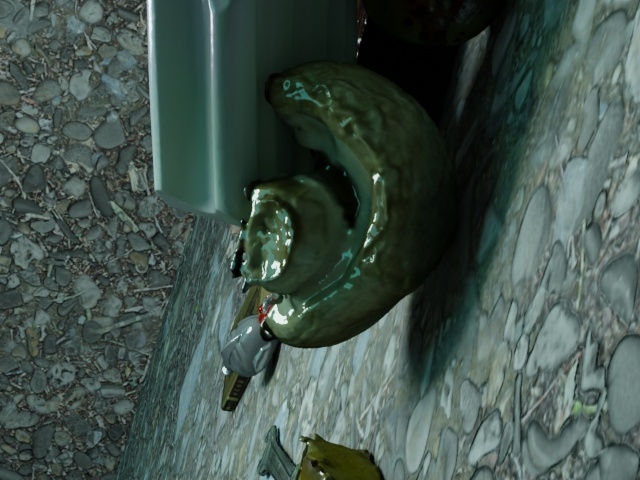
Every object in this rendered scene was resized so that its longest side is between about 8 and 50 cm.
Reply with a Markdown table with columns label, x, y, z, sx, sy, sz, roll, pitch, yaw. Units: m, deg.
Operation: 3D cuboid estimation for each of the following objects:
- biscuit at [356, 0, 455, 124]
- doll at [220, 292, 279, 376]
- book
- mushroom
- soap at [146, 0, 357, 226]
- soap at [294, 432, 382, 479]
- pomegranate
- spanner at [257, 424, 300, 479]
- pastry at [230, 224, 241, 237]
| label | x | y | z | sx | sy | sz | roll | pitch | yaw |
| --- | --- | --- | --- | --- | --- | --- | --- | --- | --- |
| biscuit | 0.085 | -0.206 | 1.449 | 0.070 | 0.106 | 0.252 | -178 | 101 | -78 |
| doll | -0.089 | 0.135 | 1.999 | 0.180 | 0.079 | 0.094 | -54 | 45 | 30 |
| book | -0.114 | 0.149 | 2.216 | 0.231 | 0.026 | 0.161 | 117 | 164 | -50 |
| mushroom | 0.042 | -0.021 | 1.265 | 0.189 | 0.164 | 0.267 | 2 | -79 | -56 |
| soap | -0.061 | -0.200 | 1.296 | 0.208 | 0.115 | 0.347 | -28 | -56 | -51 |
| soap | -0.008 | 0.314 | 1.321 | 0.135 | 0.076 | 0.233 | -117 | 41 | -76 |
| pomegranate | 0.105 | -0.251 | 1.317 | 0.169 | 0.148 | 0.148 | -64 | -9 | -78 |
| spanner | -0.047 | 0.281 | 1.726 | 0.302 | 0.017 | 0.071 | -176 | 104 | -80 |
| pastry | -0.070 | -0.072 | 2.090 | 0.265 | 0.112 | 0.103 | 111 | 176 | -69 |
